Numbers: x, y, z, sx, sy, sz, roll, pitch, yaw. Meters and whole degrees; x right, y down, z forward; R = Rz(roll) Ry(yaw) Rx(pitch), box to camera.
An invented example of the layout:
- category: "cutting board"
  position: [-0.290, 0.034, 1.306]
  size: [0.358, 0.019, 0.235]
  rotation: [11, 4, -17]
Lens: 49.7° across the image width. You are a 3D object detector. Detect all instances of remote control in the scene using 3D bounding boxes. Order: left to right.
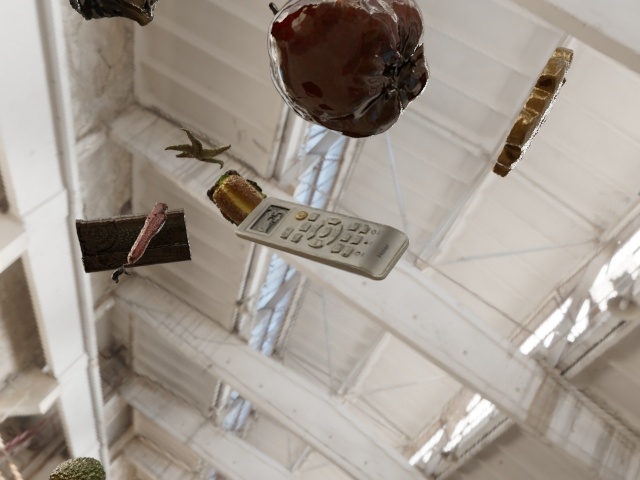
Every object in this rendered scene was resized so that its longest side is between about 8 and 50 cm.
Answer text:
- category: "remote control"
  position: [0.000, 0.000, 1.213]
  size: [0.313, 0.109, 0.055]
  rotation: [16, -39, 33]

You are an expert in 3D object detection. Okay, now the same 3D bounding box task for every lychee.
- category: "lychee"
  position: [-0.550, 0.548, 1.549]
  size: [0.114, 0.146, 0.114]
  rotation: [55, 1, -1]

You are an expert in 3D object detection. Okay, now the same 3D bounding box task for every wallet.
- category: "wallet"
  position: [-0.423, 0.002, 1.572]
  size: [0.243, 0.039, 0.132]
  rotation: [-6, -65, -8]

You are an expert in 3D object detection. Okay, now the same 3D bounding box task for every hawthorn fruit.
- category: "hawthorn fruit"
  position: [0.019, -0.256, 0.912]
  size: [0.248, 0.208, 0.208]
  rotation: [38, -32, 33]

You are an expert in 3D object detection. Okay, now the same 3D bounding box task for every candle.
- category: "candle"
  position: [-0.255, 0.001, 0.993]
  size: [0.026, 0.167, 0.021]
  rotation: [27, -49, -10]

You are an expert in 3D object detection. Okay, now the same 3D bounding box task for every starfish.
- category: "starfish"
  position: [-0.369, -0.274, 2.096]
  size: [0.224, 0.050, 0.217]
  rotation: [-6, -36, 23]

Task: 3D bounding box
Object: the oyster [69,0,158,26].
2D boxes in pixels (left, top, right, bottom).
- category: "oyster"
  position: [-0.307, -0.383, 0.958]
  size: [0.361, 0.221, 0.096]
  rotation: [124, -53, -78]

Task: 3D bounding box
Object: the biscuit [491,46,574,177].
- category: "biscuit"
  position: [0.310, -0.173, 1.031]
  size: [0.041, 0.212, 0.238]
  rotation: [27, -30, 10]

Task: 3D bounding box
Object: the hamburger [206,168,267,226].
- category: "hamburger"
  position: [-0.231, -0.119, 1.964]
  size: [0.166, 0.137, 0.087]
  rotation: [46, -7, -27]
